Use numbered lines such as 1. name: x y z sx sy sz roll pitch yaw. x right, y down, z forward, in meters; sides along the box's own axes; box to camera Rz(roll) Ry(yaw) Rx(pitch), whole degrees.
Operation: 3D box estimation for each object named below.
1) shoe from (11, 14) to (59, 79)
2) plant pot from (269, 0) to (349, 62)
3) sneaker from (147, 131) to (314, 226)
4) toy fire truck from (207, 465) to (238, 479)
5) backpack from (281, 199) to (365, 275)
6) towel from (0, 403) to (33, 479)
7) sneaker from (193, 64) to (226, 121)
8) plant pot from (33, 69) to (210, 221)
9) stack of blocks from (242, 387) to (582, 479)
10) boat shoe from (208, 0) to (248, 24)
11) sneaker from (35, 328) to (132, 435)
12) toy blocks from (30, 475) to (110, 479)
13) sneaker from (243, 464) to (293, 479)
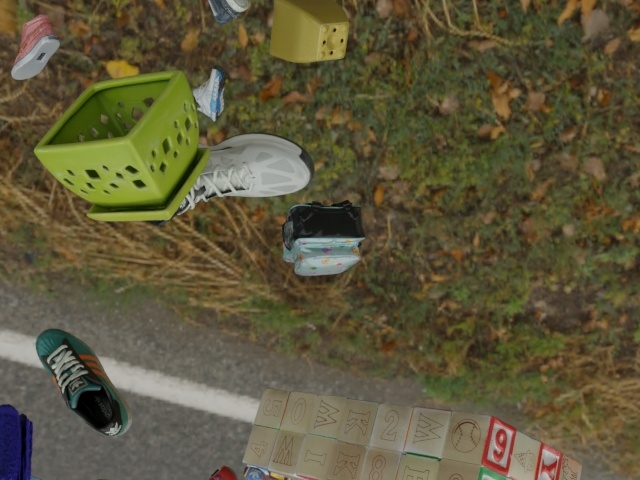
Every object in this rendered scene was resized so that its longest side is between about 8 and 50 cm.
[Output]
1. shoe: -0.692 -0.464 1.902 0.178 0.081 0.063 -31 164 35
2. plant pot: -0.007 -0.274 1.046 0.081 0.083 0.081 -16 128 -37
3. sneaker: -0.248 -0.114 1.804 0.447 0.257 0.169 3 130 14
4. toy fire truck: -0.227 0.492 1.454 0.047 0.192 0.135 48 161 4
5. backpack: 0.000 0.000 1.680 0.166 0.144 0.188 -4 172 -16
6. towel: -0.431 0.399 1.027 0.076 0.308 0.227 15 135 -31
7. sneaker: -0.308 -0.408 2.168 0.083 0.071 0.191 24 142 3
8. plant pot: -0.350 -0.163 1.486 0.227 0.228 0.207 -1 132 26
9. stack of blocks: 0.085 0.227 0.808 0.297 0.087 0.171 -3 153 45
10. boat shoe: -0.239 -0.583 1.697 0.079 0.254 0.095 -29 175 27
11. sneaker: -0.539 0.312 1.781 0.108 0.302 0.121 -42 171 -10
12. toy blocks: -0.533 0.559 1.363 0.190 0.381 0.261 -13 140 46
13. sneaker: -0.084 0.352 1.288 0.069 0.084 0.185 12 116 31
